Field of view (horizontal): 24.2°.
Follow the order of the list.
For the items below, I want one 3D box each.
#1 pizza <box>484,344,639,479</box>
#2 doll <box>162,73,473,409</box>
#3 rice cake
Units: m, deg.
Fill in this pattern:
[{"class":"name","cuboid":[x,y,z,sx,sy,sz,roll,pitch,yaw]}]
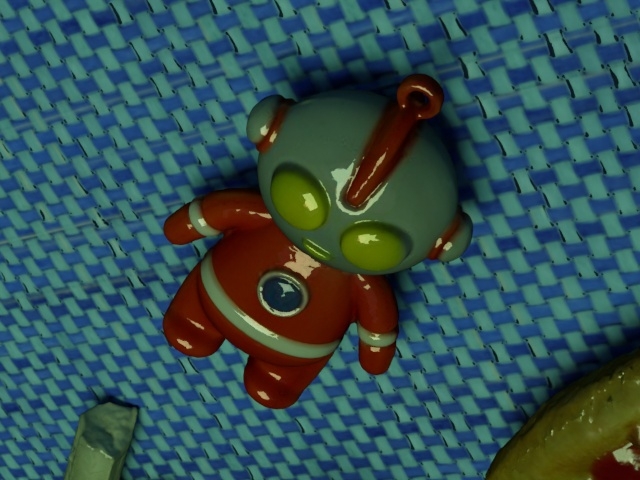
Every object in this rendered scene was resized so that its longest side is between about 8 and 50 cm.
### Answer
[{"class":"pizza","cuboid":[0.362,0.213,1.033,0.406,0.130,0.440,48,131,-12]},{"class":"doll","cuboid":[0.000,0.000,1.049,0.199,0.105,0.336,35,134,-3]},{"class":"rice cake","cuboid":[-0.217,0.243,1.383,0.052,0.057,0.256,38,135,17]}]
